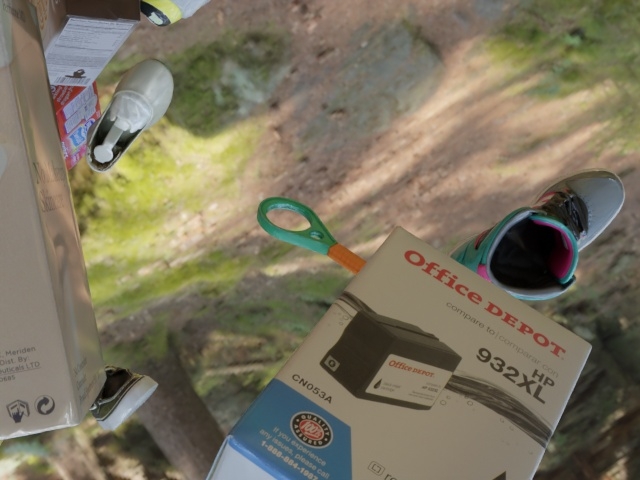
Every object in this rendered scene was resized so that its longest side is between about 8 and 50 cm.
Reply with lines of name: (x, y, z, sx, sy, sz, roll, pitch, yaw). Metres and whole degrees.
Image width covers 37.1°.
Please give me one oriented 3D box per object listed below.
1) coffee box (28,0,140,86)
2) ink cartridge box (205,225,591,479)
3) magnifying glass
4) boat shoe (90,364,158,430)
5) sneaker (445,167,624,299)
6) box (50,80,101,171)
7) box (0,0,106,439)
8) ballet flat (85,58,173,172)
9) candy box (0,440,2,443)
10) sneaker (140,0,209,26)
coffee box: (-0.330, -0.317, 1.298, 0.098, 0.141, 0.246, -1, 168, -29)
ink cartridge box: (0.076, 0.160, 0.843, 0.307, 0.223, 0.129, -48, 166, -44)
magnifying glass: (0.000, 0.000, 1.444, 0.092, 0.231, 0.026, -29, 146, -47)
boat shoe: (-0.279, 0.206, 1.271, 0.078, 0.070, 0.219, -46, -174, -28)
sneaker: (0.308, -0.012, 1.261, 0.295, 0.124, 0.178, -32, -173, -10)
box: (-0.455, -0.218, 1.605, 0.128, 0.122, 0.257, -47, 176, -17)
box: (-0.253, -0.020, 0.700, 0.121, 0.311, 0.148, -10, -173, -4)
ballet flat: (-0.306, -0.185, 1.491, 0.086, 0.086, 0.248, -32, 174, -43)
candy box: (-0.385, 0.221, 1.016, 0.027, 0.105, 0.206, 2, -151, 7)
sneaker: (-0.237, -0.468, 1.422, 0.147, 0.385, 0.145, -35, 133, 17)
